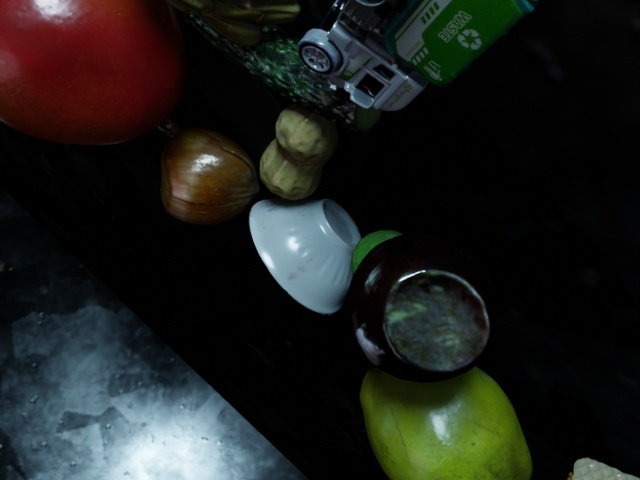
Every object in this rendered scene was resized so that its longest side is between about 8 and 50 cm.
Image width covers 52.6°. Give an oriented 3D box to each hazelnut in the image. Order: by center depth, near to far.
[{"bbox_3d":[-0.171,-0.092,0.985,0.150,0.150,0.150,35,154,20],"label":"hazelnut"}]

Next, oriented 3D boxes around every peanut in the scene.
[{"bbox_3d":[-0.029,-0.107,0.791,0.089,0.089,0.193,41,153,7],"label":"peanut"}]

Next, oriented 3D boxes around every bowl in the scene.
[{"bbox_3d":[0.000,0.000,0.883,0.086,0.189,0.189,-36,101,25],"label":"bowl"}]

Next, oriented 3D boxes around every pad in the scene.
[{"bbox_3d":[-0.083,-0.154,0.904,0.243,0.004,0.163,53,154,-18],"label":"pad"}]

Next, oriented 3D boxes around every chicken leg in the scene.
[{"bbox_3d":[-0.246,-0.180,1.097,0.083,0.021,0.036,42,146,-4],"label":"chicken leg"}]

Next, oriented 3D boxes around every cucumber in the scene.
[{"bbox_3d":[-0.057,-0.206,0.714,0.293,0.067,0.068,34,154,24],"label":"cucumber"}]

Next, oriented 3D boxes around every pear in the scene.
[{"bbox_3d":[0.177,0.273,0.928,0.269,0.212,0.212,45,157,16],"label":"pear"}]

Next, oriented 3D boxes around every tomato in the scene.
[{"bbox_3d":[-0.284,-0.253,0.753,0.226,0.299,0.299,-16,118,44],"label":"tomato"}]

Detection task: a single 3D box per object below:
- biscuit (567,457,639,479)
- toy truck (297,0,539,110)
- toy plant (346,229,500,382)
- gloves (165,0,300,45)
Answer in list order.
[{"bbox_3d":[0.456,0.364,0.775,0.378,0.094,0.054,9,144,53],"label":"biscuit"},{"bbox_3d":[0.080,-0.190,0.474,0.124,0.114,0.253,36,157,-7],"label":"toy truck"},{"bbox_3d":[0.124,0.084,0.786,0.218,0.175,0.235,54,-177,-4],"label":"toy plant"},{"bbox_3d":[-0.123,-0.308,0.560,0.154,0.141,0.331,22,147,38],"label":"gloves"}]
